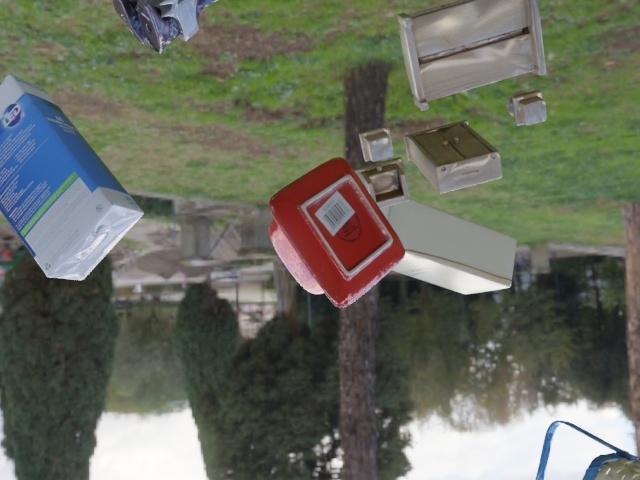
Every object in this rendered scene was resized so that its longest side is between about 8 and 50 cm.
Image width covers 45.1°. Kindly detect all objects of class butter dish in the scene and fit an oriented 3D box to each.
[{"bbox_3d":[0.000,0.000,0.968,0.160,0.159,0.118,-36,-175,-42],"label":"butter dish"}]

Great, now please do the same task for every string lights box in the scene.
[{"bbox_3d":[-0.370,-0.086,1.036,0.133,0.259,0.077,-45,161,10],"label":"string lights box"}]

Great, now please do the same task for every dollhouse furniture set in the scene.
[{"bbox_3d":[0.166,-0.269,1.188,0.303,0.355,0.174,-16,-154,-3],"label":"dollhouse furniture set"}]

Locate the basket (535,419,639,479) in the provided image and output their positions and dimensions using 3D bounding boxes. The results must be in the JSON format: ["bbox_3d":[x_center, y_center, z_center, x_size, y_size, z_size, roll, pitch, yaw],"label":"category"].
[{"bbox_3d":[0.509,0.487,1.399,0.201,0.254,0.289,15,179,-34],"label":"basket"}]

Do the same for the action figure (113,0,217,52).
[{"bbox_3d":[-0.105,-0.333,0.930,0.285,0.185,0.099,-39,145,-17],"label":"action figure"}]

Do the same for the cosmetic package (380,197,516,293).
[{"bbox_3d":[0.227,0.013,1.572,0.310,0.113,0.160,17,163,-22],"label":"cosmetic package"}]
